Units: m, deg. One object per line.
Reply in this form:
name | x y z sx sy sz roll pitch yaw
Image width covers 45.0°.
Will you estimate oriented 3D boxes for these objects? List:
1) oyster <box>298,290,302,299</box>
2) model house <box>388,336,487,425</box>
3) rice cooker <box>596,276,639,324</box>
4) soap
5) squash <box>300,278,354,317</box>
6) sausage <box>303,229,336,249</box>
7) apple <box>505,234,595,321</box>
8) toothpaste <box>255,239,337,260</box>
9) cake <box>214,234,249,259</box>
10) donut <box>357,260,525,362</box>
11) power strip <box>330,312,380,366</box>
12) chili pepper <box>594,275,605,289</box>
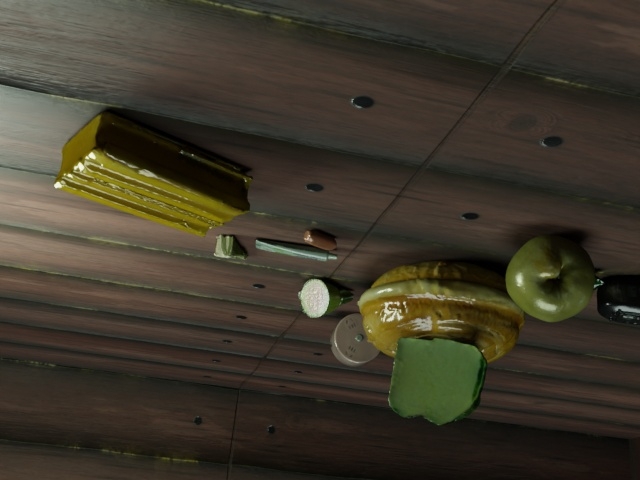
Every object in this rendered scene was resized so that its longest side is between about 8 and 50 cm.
oyster | -0.013 0.149 2.145 0.083 0.038 0.080 34 128 1
model house | 0.284 0.340 1.818 0.214 0.195 0.189 3 164 16
rice cooker | 0.749 0.146 1.856 0.165 0.106 0.112 11 156 14
soap | -0.306 -0.115 1.454 0.324 0.096 0.204 21 153 -35
squash | 0.024 0.153 2.077 0.105 0.105 0.132 -14 169 39
sausage | 0.000 0.000 1.751 0.083 0.034 0.034 21 153 -35
apple | 0.491 0.083 1.648 0.200 0.200 0.200 4 158 2
toothpaste | -0.057 0.024 1.831 0.197 0.029 0.048 9 157 -2
cake | -0.212 0.019 1.860 0.051 0.055 0.140 -1 175 12
donut | 0.299 0.193 1.948 0.449 0.198 0.449 6 158 3
power strip | 0.110 0.296 2.299 0.154 0.154 0.078 8 159 -7
chili pepper | 0.596 0.117 1.874 0.098 0.061 0.224 16 158 -9
